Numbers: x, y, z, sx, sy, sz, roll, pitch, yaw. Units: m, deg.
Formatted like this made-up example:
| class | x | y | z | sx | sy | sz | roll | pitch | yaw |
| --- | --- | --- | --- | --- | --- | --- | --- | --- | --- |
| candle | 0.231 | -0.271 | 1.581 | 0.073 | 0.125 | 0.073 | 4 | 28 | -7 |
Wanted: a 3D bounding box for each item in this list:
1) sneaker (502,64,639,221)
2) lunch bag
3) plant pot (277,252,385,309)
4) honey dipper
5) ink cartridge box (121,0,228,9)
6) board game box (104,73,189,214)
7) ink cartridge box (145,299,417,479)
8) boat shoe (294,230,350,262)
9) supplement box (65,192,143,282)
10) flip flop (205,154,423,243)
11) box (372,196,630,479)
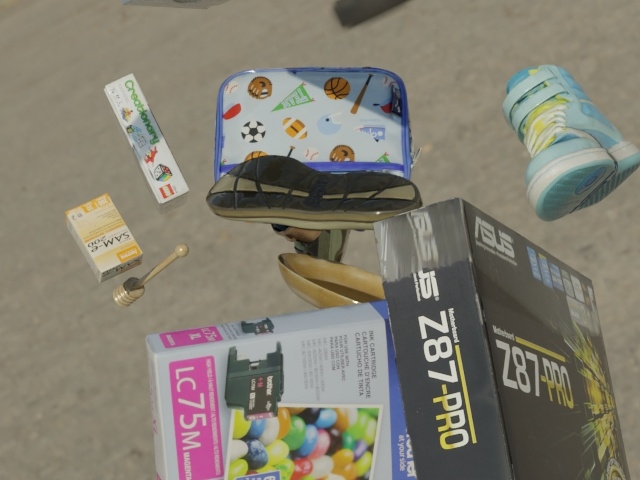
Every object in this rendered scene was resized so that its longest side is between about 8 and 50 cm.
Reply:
| class | x | y | z | sx | sy | sz | roll | pitch | yaw |
| --- | --- | --- | --- | --- | --- | --- | --- | --- | --- |
| sneaker | 0.301 | -0.142 | 1.990 | 0.127 | 0.208 | 0.319 | -44 | -14 | 22 |
| lunch bag | -0.003 | -0.132 | 2.180 | 0.303 | 0.115 | 0.243 | 0 | 65 | 3 |
| plant pot | 0.057 | 0.071 | 1.757 | 0.236 | 0.032 | 0.236 | 18 | 9 | -3 |
| honey dipper | -0.221 | 0.044 | 1.964 | 0.161 | 0.030 | 0.030 | -34 | 9 | 42 |
| ink cartridge box | -0.209 | -0.492 | 2.314 | 0.171 | 0.232 | 0.168 | -6 | -2 | -40 |
| board game box | -0.268 | -0.142 | 2.302 | 0.053 | 0.193 | 0.305 | -26 | 1 | -6 |
| ink cartridge box | -0.005 | 0.161 | 1.419 | 0.311 | 0.185 | 0.065 | -8 | 18 | -17 |
| boat shoe | 0.000 | 0.001 | 2.074 | 0.223 | 0.073 | 0.080 | 104 | -174 | -61 |
| supplement box | -0.277 | -0.003 | 1.899 | 0.062 | 0.098 | 0.036 | -27 | -19 | -21 |
| flip flop | -0.010 | -0.036 | 1.733 | 0.277 | 0.080 | 0.112 | 6 | 41 | 23 |
| box | 0.187 | 0.161 | 1.380 | 0.097 | 0.318 | 0.395 | -18 | -21 | 23 |
